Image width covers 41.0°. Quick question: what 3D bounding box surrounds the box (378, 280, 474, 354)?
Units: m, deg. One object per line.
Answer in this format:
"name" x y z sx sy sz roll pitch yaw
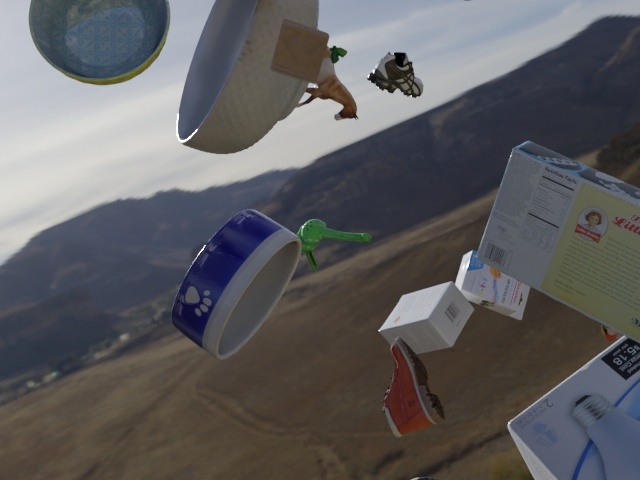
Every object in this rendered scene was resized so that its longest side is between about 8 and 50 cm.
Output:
"box" 0.243 0.183 1.964 0.170 0.091 0.130 -22 23 50

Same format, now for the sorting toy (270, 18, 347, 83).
"sorting toy" -0.012 -0.212 0.981 0.083 0.062 0.012 15 0 -16

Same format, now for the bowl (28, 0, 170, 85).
"bowl" -0.462 -0.451 1.836 0.289 0.289 0.156 -24 -7 -9

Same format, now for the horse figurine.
"horse figurine" -0.019 -0.398 2.019 0.174 0.263 0.066 -10 -21 -18

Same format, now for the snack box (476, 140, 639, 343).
"snack box" 0.391 0.010 1.192 0.322 0.187 0.060 30 33 26

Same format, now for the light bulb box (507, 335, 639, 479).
"light bulb box" 0.565 0.361 1.367 0.358 0.225 0.361 -36 36 -4

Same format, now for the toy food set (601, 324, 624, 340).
"toy food set" 0.639 0.177 1.834 0.082 0.083 0.020 -37 26 5

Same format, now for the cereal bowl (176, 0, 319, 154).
"cereal bowl" -0.097 -0.284 1.332 0.141 0.339 0.339 20 -14 -21

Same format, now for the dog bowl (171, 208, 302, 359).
"dog bowl" -0.149 0.079 1.551 0.265 0.104 0.265 -53 -13 -18

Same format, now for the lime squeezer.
"lime squeezer" 0.000 0.000 1.818 0.110 0.059 0.310 15 -19 -17

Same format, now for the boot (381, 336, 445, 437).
"boot" 0.119 0.216 1.271 0.084 0.059 0.158 -33 42 17

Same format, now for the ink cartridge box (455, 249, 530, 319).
"ink cartridge box" 0.414 0.106 2.008 0.061 0.181 0.104 130 160 -71

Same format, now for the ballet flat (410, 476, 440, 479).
"ballet flat" 0.260 0.546 1.821 0.173 0.057 0.049 13 4 28

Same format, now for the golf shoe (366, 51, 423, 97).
"golf shoe" 0.198 -0.393 2.018 0.198 0.077 0.094 -6 -52 -55
